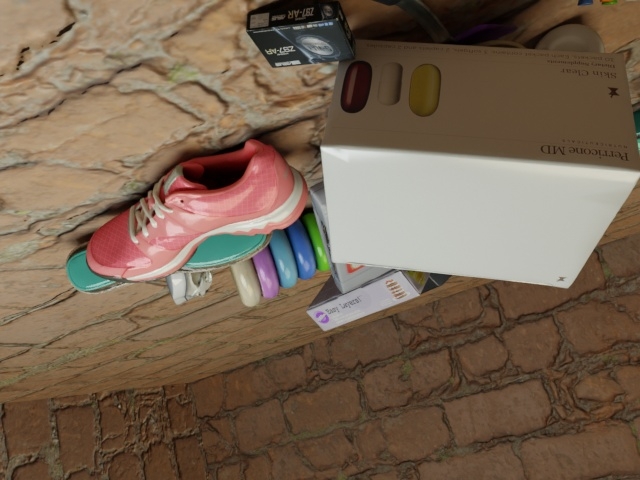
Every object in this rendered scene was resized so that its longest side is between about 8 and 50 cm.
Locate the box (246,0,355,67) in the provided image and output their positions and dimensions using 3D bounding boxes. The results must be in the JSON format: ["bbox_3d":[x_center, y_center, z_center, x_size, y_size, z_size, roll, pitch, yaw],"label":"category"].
[{"bbox_3d":[-0.016,-0.182,0.514,0.083,0.018,0.067,-1,168,15],"label":"box"}]

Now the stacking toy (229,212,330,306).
[{"bbox_3d":[0.000,0.000,1.014,0.330,0.141,0.141,-19,165,-12],"label":"stacking toy"}]

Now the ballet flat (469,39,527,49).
[{"bbox_3d":[0.137,-0.163,0.667,0.086,0.086,0.248,-1,162,-42],"label":"ballet flat"}]

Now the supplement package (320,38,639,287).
[{"bbox_3d":[0.144,-0.072,0.584,0.262,0.145,0.204,6,149,8],"label":"supplement package"}]

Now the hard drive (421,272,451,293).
[{"bbox_3d":[0.264,0.018,1.194,0.255,0.054,0.172,-44,-178,-27],"label":"hard drive"}]

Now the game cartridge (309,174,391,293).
[{"bbox_3d":[0.095,-0.033,0.879,0.196,0.060,0.294,-31,151,-8],"label":"game cartridge"}]

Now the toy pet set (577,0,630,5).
[{"bbox_3d":[0.342,-0.273,0.563,0.122,0.065,0.114,-8,-163,-15],"label":"toy pet set"}]

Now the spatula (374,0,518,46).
[{"bbox_3d":[0.086,-0.211,0.532,0.084,0.030,0.296,-18,166,42],"label":"spatula"}]

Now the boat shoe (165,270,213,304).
[{"bbox_3d":[-0.240,0.059,1.047,0.084,0.095,0.258,-17,175,-14],"label":"boat shoe"}]

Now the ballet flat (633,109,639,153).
[{"bbox_3d":[0.523,-0.165,0.985,0.247,0.083,0.087,-20,124,26],"label":"ballet flat"}]

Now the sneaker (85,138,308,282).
[{"bbox_3d":[-0.180,-0.050,0.739,0.314,0.116,0.136,-22,150,7],"label":"sneaker"}]

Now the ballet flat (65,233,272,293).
[{"bbox_3d":[-0.224,0.003,0.873,0.316,0.107,0.106,-11,-176,2],"label":"ballet flat"}]

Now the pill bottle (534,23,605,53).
[{"bbox_3d":[0.308,-0.199,0.699,0.078,0.078,0.137,-24,162,26],"label":"pill bottle"}]

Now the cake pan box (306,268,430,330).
[{"bbox_3d":[0.117,0.054,1.154,0.267,0.070,0.246,-28,-166,39],"label":"cake pan box"}]
